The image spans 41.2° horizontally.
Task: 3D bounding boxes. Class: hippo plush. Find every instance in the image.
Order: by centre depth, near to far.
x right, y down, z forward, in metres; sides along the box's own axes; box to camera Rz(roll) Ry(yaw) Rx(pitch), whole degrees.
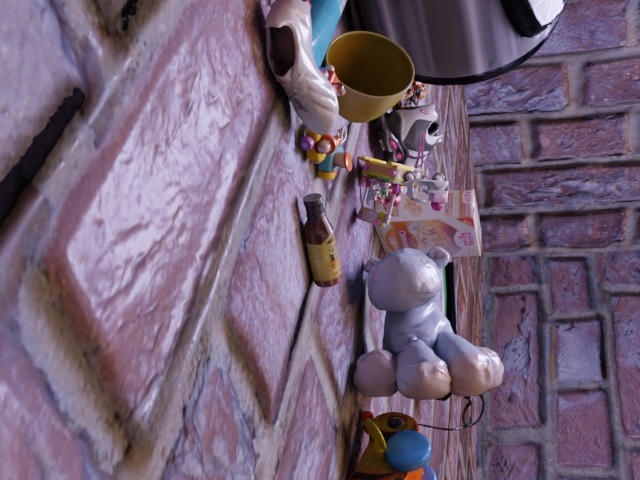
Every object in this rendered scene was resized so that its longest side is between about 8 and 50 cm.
[{"bbox_3d":[0.182,0.128,1.415,0.294,0.234,0.237,5,83,-74],"label":"hippo plush"}]

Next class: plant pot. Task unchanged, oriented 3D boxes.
[{"bbox_3d":[0.064,-0.233,1.282,0.095,0.134,0.134,110,-10,-54],"label":"plant pot"}]

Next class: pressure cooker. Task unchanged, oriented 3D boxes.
[{"bbox_3d":[0.207,-0.508,1.394,0.420,0.375,0.370,66,7,-53],"label":"pressure cooker"}]

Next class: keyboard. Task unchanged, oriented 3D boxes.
[{"bbox_3d":[0.289,0.227,2.027,0.201,0.033,0.317,120,-23,-57],"label":"keyboard"}]

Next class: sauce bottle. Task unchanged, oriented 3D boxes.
[{"bbox_3d":[0.000,0.000,1.135,0.042,0.042,0.128,-68,152,-57],"label":"sauce bottle"}]

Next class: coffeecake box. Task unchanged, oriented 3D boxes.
[{"bbox_3d":[0.207,-0.028,1.622,0.142,0.185,0.068,64,28,-55],"label":"coffeecake box"}]

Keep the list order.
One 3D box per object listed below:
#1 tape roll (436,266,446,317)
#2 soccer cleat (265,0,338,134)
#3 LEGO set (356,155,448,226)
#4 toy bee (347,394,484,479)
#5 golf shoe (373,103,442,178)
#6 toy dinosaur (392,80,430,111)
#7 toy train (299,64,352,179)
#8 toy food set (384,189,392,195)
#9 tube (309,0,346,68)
[{"bbox_3d":[0.216,0.119,1.843,0.321,0.077,0.321,-3,90,-74],"label":"tape roll"},{"bbox_3d":[-0.028,-0.202,1.040,0.076,0.068,0.196,-59,145,-38],"label":"soccer cleat"},{"bbox_3d":[0.117,-0.080,1.470,0.287,0.132,0.107,-140,-117,-80],"label":"LEGO set"},{"bbox_3d":[0.114,0.345,1.353,0.298,0.162,0.195,-19,117,-48],"label":"toy bee"},{"bbox_3d":[0.188,-0.184,1.681,0.273,0.120,0.105,41,29,-72],"label":"golf shoe"},{"bbox_3d":[0.168,-0.353,1.706,0.322,0.164,0.218,-104,-158,-73],"label":"toy dinosaur"},{"bbox_3d":[0.021,-0.156,1.178,0.166,0.046,0.125,63,44,-59],"label":"toy train"},{"bbox_3d":[0.140,-0.085,1.702,0.083,0.020,0.083,-74,156,-51],"label":"toy food set"},{"bbox_3d":[-0.005,-0.284,1.161,0.080,0.052,0.207,66,32,-47],"label":"tube"}]
